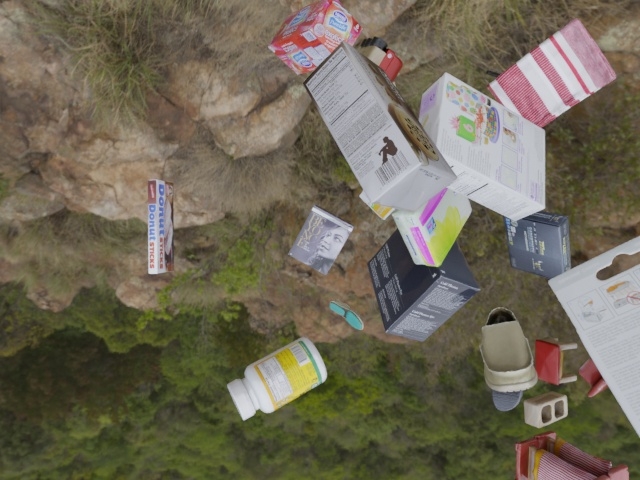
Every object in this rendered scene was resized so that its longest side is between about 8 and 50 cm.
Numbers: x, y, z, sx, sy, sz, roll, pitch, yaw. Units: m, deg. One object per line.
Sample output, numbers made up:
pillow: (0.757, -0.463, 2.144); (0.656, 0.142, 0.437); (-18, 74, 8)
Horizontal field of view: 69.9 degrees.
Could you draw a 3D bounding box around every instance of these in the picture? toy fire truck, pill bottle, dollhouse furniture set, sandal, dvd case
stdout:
toy fire truck: (0.235, -0.598, 1.668); (0.246, 0.217, 0.158); (27, 103, -18)
pill bottle: (-0.100, 0.318, 1.047); (0.208, 0.117, 0.117); (-25, 133, -20)
dollhouse furniture set: (0.595, 0.443, 1.097); (0.152, 0.201, 0.374); (-4, 95, -29)
sandal: (0.652, 0.453, 1.553); (0.097, 0.254, 0.054); (2, 161, 47)
dvd case: (0.000, 0.000, 1.680); (0.165, 0.018, 0.221); (29, 111, -1)

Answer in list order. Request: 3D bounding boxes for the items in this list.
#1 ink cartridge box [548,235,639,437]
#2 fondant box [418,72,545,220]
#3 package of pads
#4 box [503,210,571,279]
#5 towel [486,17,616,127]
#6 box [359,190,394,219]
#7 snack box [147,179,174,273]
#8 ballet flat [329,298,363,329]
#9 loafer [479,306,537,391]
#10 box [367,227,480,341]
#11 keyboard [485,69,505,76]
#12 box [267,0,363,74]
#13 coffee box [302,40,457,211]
ink cartridge box: (0.696, 0.179, 0.906); (0.308, 0.385, 0.091); (-33, 136, 22)
fondant box: (0.394, -0.222, 1.115); (0.330, 0.238, 0.096); (22, 154, -20)
package of pads: (0.360, -0.089, 1.436); (0.101, 0.296, 0.229); (4, 136, 44)
box: (0.694, 0.011, 1.464); (0.059, 0.183, 0.232); (-40, 126, -24)
towel: (0.773, -0.539, 1.547); (0.329, 0.037, 0.237); (-35, 95, 30)
box: (0.223, -0.172, 1.294); (0.203, 0.103, 0.114); (-44, 175, -18)
snack box: (-0.310, -0.026, 0.891); (0.022, 0.064, 0.178); (0, 91, 11)
ballet flat: (0.107, 0.269, 1.707); (0.052, 0.168, 0.057); (-20, 135, -44)
loafer: (0.380, 0.221, 0.957); (0.102, 0.268, 0.092); (-16, 99, 17)
box: (0.351, 0.125, 1.644); (0.179, 0.343, 0.312); (17, 129, -24)
keyboard: (0.745, -0.643, 1.797); (0.192, 0.100, 0.038); (23, 112, 6)
box: (-0.022, -0.566, 1.278); (0.128, 0.257, 0.122); (35, 81, -32)
coffee box: (0.111, -0.212, 0.876); (0.119, 0.297, 0.168); (-39, 155, 28)
